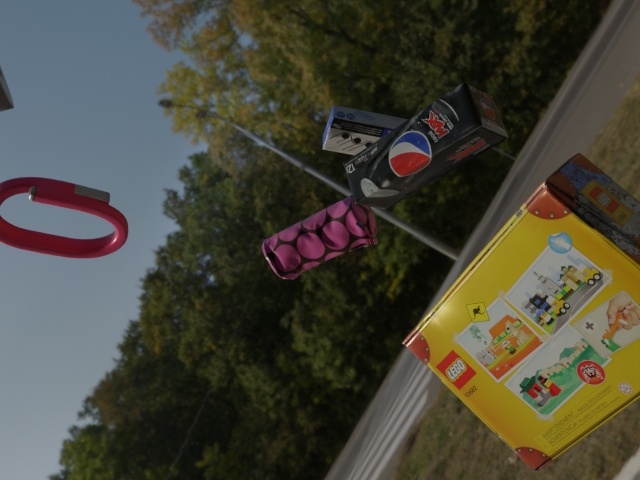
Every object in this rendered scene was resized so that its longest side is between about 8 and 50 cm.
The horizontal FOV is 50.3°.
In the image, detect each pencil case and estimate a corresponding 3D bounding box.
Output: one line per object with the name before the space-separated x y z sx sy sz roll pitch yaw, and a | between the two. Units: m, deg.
pencil case | 0.000 0.000 1.245 0.209 0.098 0.095 -25 4 25

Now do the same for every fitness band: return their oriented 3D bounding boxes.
fitness band | -0.553 -0.039 1.442 0.209 0.291 0.054 -47 41 40

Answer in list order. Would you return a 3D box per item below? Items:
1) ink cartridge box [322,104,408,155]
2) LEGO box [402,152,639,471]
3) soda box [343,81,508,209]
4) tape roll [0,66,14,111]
ink cartridge box | 0.116 -0.228 1.486 0.097 0.207 0.046 111 164 -50
LEGO box | 0.454 0.151 1.319 0.193 0.372 0.500 -30 -20 -47
soda box | 0.106 -0.094 0.719 0.169 0.053 0.060 -31 -25 36
tape roll | -0.588 -0.316 1.135 0.072 0.219 0.219 -20 -23 -16
